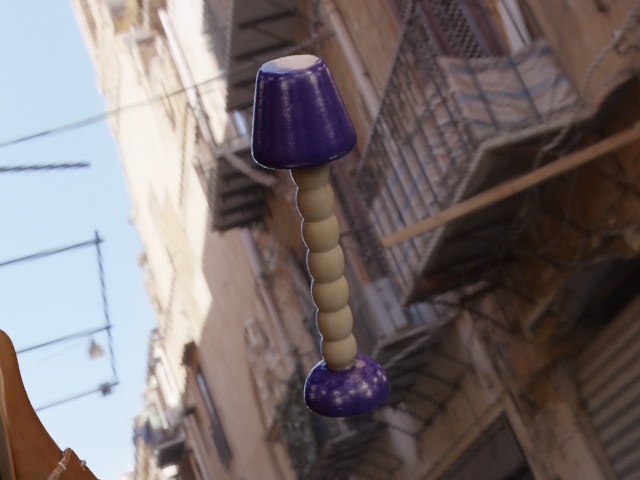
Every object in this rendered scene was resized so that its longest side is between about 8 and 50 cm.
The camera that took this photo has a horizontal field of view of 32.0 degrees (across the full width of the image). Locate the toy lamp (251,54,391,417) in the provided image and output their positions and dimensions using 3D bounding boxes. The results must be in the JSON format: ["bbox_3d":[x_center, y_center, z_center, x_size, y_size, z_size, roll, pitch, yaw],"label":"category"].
[{"bbox_3d":[0.000,0.000,0.832,0.080,0.274,0.080,-9,22,4],"label":"toy lamp"}]

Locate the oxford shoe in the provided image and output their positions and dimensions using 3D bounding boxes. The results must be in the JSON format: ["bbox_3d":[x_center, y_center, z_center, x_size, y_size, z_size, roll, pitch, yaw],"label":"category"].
[{"bbox_3d":[-0.154,0.141,0.624,0.076,0.212,0.076,-18,3,-35],"label":"oxford shoe"}]
